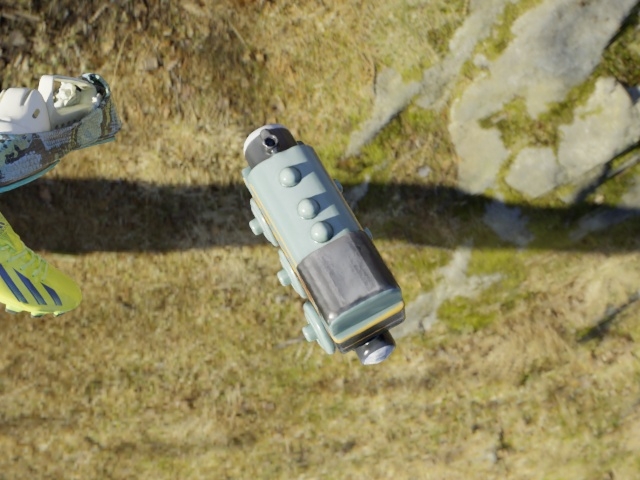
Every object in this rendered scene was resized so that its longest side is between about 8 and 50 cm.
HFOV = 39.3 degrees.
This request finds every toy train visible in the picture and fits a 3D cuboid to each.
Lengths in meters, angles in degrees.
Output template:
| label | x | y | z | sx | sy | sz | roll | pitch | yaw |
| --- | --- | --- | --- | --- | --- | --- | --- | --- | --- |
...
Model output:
| label | x | y | z | sx | sy | sz | roll | pitch | yaw |
| --- | --- | --- | --- | --- | --- | --- | --- | --- | --- |
| toy train | 0.000 | 0.000 | 1.157 | 0.142 | 0.334 | 0.190 | -26 | 156 | -6 |

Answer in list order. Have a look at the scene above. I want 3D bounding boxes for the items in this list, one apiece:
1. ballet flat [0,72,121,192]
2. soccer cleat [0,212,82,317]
| label | x | y | z | sx | sy | sz | roll | pitch | yaw |
| --- | --- | --- | --- | --- | --- | --- | --- | --- | --- |
| ballet flat | -0.208 | -0.088 | 0.660 | 0.070 | 0.188 | 0.070 | 4 | 110 | 11 |
| soccer cleat | -0.462 | 0.022 | 1.291 | 0.289 | 0.093 | 0.121 | 28 | 102 | -33 |
